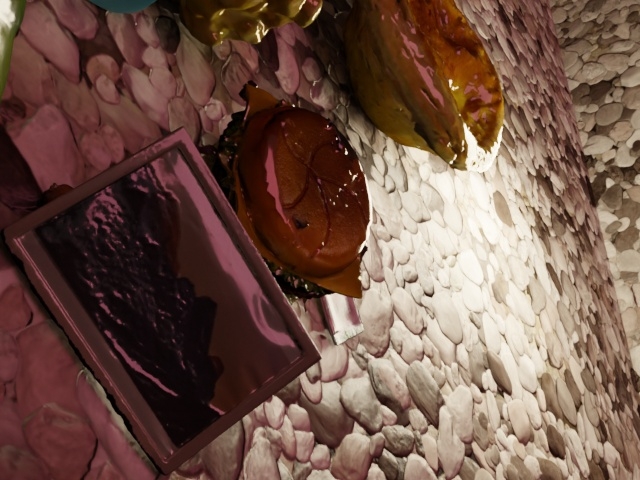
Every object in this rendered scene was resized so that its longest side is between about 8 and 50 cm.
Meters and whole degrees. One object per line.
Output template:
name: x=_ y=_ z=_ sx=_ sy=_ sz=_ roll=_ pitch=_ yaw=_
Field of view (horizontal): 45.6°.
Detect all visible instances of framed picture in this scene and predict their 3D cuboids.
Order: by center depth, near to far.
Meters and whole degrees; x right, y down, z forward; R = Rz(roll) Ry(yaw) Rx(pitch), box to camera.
framed picture: x=-0.136 y=0.055 z=0.700 sx=0.192 sy=0.018 sz=0.266 roll=-36 pitch=103 yaw=-22

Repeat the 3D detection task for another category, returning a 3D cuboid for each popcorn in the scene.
popcorn: x=-0.108 y=-0.350 z=0.944 sx=0.254 sy=0.191 sz=0.190 roll=64 pitch=16 yaw=12

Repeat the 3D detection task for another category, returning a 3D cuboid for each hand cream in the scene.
hand cream: x=0.001 y=0.000 z=1.023 sx=0.079 sy=0.050 sz=0.275 roll=-15 pitch=89 yaw=-33

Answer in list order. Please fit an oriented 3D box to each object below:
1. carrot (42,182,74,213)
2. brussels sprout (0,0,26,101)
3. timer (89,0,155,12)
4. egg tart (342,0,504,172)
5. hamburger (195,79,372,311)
carrot: x=-0.203 y=0.017 z=0.707 sx=0.165 sy=0.035 sz=0.036 roll=59 pitch=32 yaw=-18
brussels sprout: x=-0.332 y=-0.144 z=0.404 sx=0.314 sy=0.276 sz=0.371 roll=-14 pitch=75 yaw=-45
timer: x=-0.215 y=-0.331 z=0.725 sx=0.250 sy=0.231 sz=0.092 roll=2 pitch=72 yaw=-55
egg tart: x=0.161 y=-0.307 z=1.326 sx=0.443 sy=0.178 sz=0.443 roll=37 pitch=40 yaw=-39
hamburger: x=-0.045 y=-0.048 z=0.875 sx=0.243 sy=0.138 sz=0.262 roll=34 pitch=53 yaw=-37
